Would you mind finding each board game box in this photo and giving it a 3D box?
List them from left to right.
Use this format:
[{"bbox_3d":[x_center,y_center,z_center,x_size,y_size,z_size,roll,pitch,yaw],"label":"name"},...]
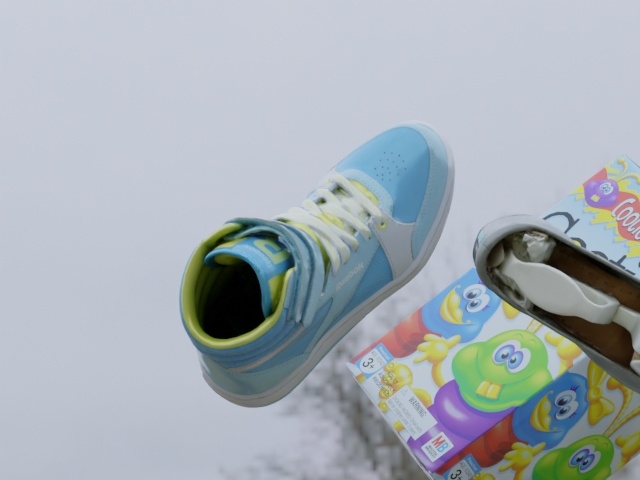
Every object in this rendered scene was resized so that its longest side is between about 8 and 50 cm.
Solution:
[{"bbox_3d":[0.186,0.091,1.497,0.275,0.142,0.144,-38,-46,-2],"label":"board game box"}]

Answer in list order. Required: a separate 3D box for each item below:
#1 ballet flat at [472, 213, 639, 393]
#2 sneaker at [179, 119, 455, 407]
[{"bbox_3d":[0.191,0.054,1.237,0.213,0.072,0.068,29,10,4],"label":"ballet flat"},{"bbox_3d":[0.000,0.000,1.713,0.127,0.319,0.208,35,-8,19],"label":"sneaker"}]
